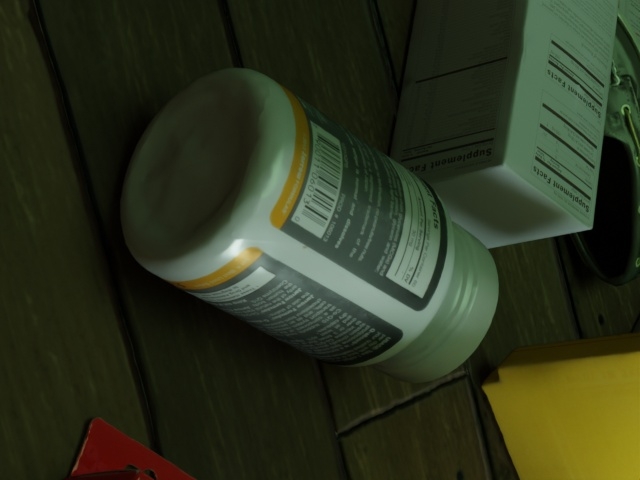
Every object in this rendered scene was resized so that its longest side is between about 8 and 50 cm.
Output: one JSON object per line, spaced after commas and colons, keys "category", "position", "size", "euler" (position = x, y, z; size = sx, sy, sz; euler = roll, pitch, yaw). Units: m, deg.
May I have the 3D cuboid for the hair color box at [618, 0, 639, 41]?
{"category": "hair color box", "position": [0.313, -0.194, 1.663], "size": [0.093, 0.053, 0.167], "euler": [29, 59, -43]}

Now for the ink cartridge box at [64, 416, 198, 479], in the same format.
{"category": "ink cartridge box", "position": [-0.120, 0.243, 1.052], "size": [0.134, 0.078, 0.231], "euler": [39, 54, -36]}

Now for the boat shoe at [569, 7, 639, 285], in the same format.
{"category": "boat shoe", "position": [0.269, -0.105, 1.550], "size": [0.091, 0.109, 0.305], "euler": [-36, 112, -51]}

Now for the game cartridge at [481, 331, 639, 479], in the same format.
{"category": "game cartridge", "position": [0.313, 0.227, 1.387], "size": [0.052, 0.285, 0.324], "euler": [-37, 109, -45]}

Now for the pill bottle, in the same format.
{"category": "pill bottle", "position": [0.000, 0.000, 1.183], "size": [0.278, 0.162, 0.162], "euler": [31, 59, -41]}

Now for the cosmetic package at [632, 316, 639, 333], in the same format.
{"category": "cosmetic package", "position": [0.519, 0.212, 1.542], "size": [0.327, 0.393, 0.329], "euler": [58, 44, -22]}

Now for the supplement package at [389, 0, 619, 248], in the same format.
{"category": "supplement package", "position": [0.164, -0.133, 1.415], "size": [0.134, 0.139, 0.244], "euler": [31, 60, -39]}
